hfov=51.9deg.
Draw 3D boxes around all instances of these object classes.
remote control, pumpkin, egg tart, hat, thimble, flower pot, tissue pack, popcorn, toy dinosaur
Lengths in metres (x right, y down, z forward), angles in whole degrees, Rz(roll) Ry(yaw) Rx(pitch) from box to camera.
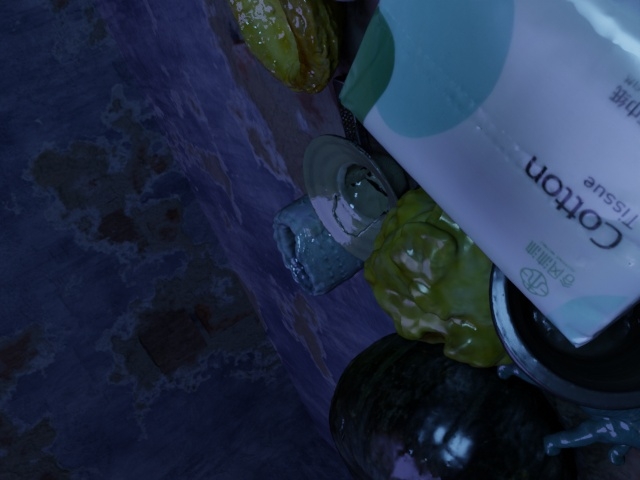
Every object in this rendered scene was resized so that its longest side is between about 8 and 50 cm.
[{"bbox_3d":[0.064,-0.193,1.172,0.059,0.028,0.212,33,151,44],"label":"remote control"},{"bbox_3d":[0.226,0.355,1.149,0.454,0.344,0.454,44,160,20],"label":"pumpkin"},{"bbox_3d":[-0.049,-0.372,1.025,0.294,0.123,0.294,52,165,20],"label":"egg tart"},{"bbox_3d":[0.089,-0.091,1.142,0.252,0.110,0.252,37,146,31],"label":"hat"},{"bbox_3d":[0.000,0.000,1.419,0.205,0.172,0.250,54,163,18],"label":"thimble"},{"bbox_3d":[0.305,0.070,0.740,0.235,0.235,0.148,52,180,17],"label":"flower pot"},{"bbox_3d":[0.211,-0.129,0.580,0.356,0.194,0.266,50,144,19],"label":"tissue pack"},{"bbox_3d":[0.182,0.038,0.925,0.250,0.235,0.241,-125,42,-69],"label":"popcorn"},{"bbox_3d":[0.392,0.166,0.849,0.383,0.129,0.331,54,151,13],"label":"toy dinosaur"}]

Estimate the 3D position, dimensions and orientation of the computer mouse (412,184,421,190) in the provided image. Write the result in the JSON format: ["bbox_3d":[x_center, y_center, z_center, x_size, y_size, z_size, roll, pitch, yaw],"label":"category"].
[{"bbox_3d":[0.201,0.047,1.115,0.168,0.087,0.295,39,151,44],"label":"computer mouse"}]
